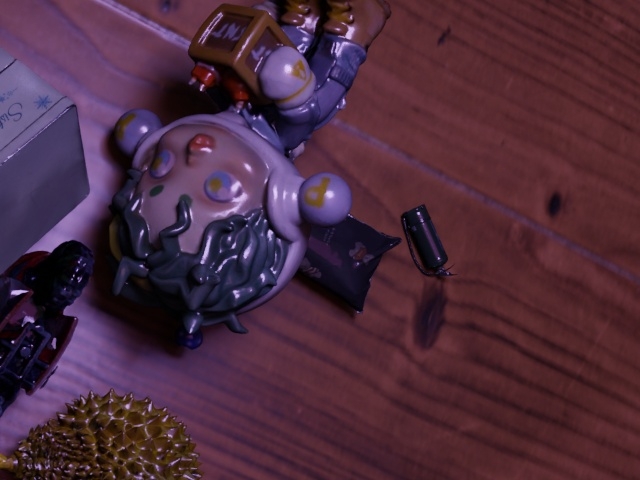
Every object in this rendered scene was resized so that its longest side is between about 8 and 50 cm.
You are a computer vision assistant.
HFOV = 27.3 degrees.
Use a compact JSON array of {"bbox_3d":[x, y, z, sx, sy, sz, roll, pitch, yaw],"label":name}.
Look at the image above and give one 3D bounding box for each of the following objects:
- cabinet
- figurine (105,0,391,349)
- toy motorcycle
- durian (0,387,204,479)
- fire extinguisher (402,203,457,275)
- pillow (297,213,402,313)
[{"bbox_3d":[-0.326,-0.092,1.121,0.206,0.150,0.145,38,65,15],"label":"cabinet"},{"bbox_3d":[-0.067,-0.087,1.229,0.186,0.261,0.382,36,76,-43],"label":"figurine"},{"bbox_3d":[-0.280,0.088,1.174,0.082,0.122,0.213,35,81,-26],"label":"toy motorcycle"},{"bbox_3d":[-0.199,0.206,1.186,0.208,0.102,0.146,12,81,-17],"label":"durian"},{"bbox_3d":[0.113,0.005,1.396,0.038,0.025,0.083,-25,90,13],"label":"fire extinguisher"},{"bbox_3d":[0.000,0.000,1.335,0.150,0.048,0.090,29,63,-11],"label":"pillow"}]
